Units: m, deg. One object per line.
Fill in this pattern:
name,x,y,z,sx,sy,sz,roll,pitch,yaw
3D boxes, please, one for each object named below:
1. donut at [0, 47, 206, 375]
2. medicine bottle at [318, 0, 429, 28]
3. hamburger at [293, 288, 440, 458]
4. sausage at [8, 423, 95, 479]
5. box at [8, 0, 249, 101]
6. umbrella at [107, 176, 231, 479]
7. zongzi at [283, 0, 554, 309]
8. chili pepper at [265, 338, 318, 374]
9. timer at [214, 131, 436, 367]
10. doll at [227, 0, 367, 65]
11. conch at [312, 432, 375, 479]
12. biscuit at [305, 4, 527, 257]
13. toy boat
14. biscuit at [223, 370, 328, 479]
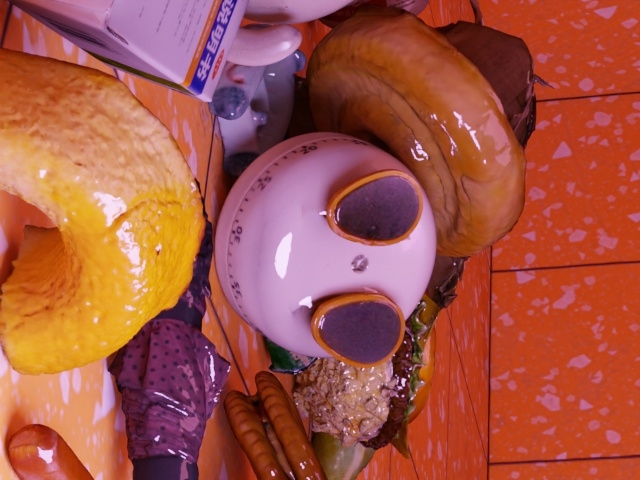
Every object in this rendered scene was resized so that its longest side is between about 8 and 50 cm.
donut,-0.164,-0.018,1.371,0.101,0.152,0.259,-64,147,-54
medicine bottle,0.048,-0.428,2.550,0.157,0.157,0.288,-74,157,-60
hamburger,0.043,0.120,2.295,0.261,0.139,0.243,-125,-139,-61
sausage,-0.193,0.173,1.436,0.131,0.039,0.041,69,22,-57
box,-0.134,-0.242,1.553,0.299,0.106,0.200,29,81,-77
umbrella,-0.132,0.090,1.651,0.090,0.094,0.326,-37,-135,49
zongzi,0.135,-0.216,2.479,0.500,0.218,0.467,-61,154,-28
chili pepper,-0.054,0.034,2.154,0.088,0.059,0.226,-83,161,-60
timer,0.000,0.000,2.042,0.240,0.233,0.233,30,-47,59
doll,-0.021,-0.333,2.048,0.226,0.215,0.370,-58,178,23
conch,0.025,0.263,2.392,0.095,0.080,0.200,91,19,-58
biscuit,0.094,-0.108,2.121,0.102,0.296,0.296,-37,134,-26
toy boat,-0.063,-0.156,2.111,0.207,0.079,0.134,-74,154,-56
biscuit,-0.026,0.237,1.972,0.220,0.066,0.220,62,-2,4
